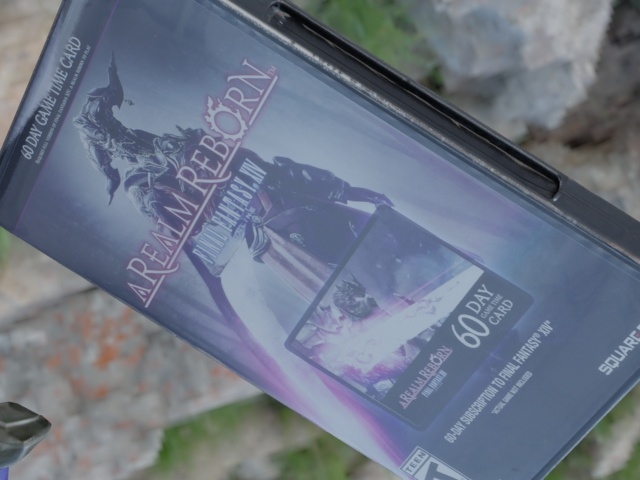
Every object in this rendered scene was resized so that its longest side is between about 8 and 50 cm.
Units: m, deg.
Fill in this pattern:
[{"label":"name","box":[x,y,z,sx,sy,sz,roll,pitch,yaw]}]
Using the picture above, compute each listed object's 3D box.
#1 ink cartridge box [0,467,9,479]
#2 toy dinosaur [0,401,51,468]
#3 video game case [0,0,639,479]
[{"label":"ink cartridge box","box":[-0.288,0.217,0.933,0.270,0.151,0.395,-38,143,-51]},{"label":"toy dinosaur","box":[-0.107,0.107,0.334,0.164,0.218,0.322,-25,113,-7]},{"label":"video game case","box":[0.000,0.000,0.811,0.274,0.026,0.196,31,139,-2]}]
